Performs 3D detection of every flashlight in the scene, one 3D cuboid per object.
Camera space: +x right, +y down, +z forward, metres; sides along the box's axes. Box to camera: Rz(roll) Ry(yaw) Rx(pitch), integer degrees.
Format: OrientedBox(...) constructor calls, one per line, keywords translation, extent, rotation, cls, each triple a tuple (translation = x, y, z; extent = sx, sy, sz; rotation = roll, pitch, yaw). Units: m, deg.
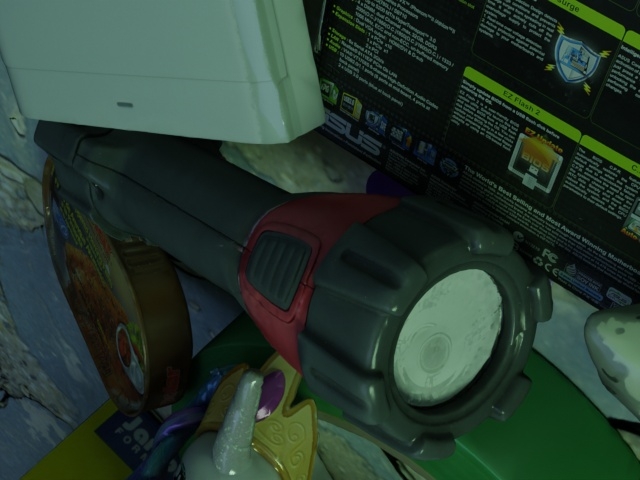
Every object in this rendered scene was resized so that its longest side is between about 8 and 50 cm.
OrientedBox(translation=(-0.027, -0.004, 0.581), extent=(0.304, 0.103, 0.103), rotation=(29, 142, 51), cls="flashlight")

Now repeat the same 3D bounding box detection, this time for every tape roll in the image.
OrientedBox(translation=(0.053, 0.168, 0.720), extent=(0.321, 0.077, 0.321), rotation=(28, 141, 26), cls="tape roll")

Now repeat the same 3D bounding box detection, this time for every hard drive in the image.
OrientedBox(translation=(-0.108, -0.198, 0.527), extent=(0.203, 0.040, 0.308), rotation=(10, 122, 41), cls="hard drive")

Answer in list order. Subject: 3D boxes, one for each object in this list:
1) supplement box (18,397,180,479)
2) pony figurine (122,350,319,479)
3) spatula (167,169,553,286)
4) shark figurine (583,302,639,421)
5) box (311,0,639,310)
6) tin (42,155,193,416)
OrientedBox(translation=(-0.207, 0.309, 1.029), extent=(0.194, 0.195, 0.356), rotation=(44, 145, 5), cls="supplement box")
OrientedBox(translation=(-0.083, 0.263, 0.649), extent=(0.302, 0.363, 0.351), rotation=(23, 154, 20), cls="pony figurine")
OrientedBox(translation=(0.000, 0.000, 0.650), extent=(0.296, 0.030, 0.084), rotation=(0, 106, 50), cls="spatula")
OrientedBox(translation=(0.178, 0.147, 0.531), extent=(0.116, 0.166, 0.278), rotation=(-121, 29, -70), cls="shark figurine")
OrientedBox(translation=(0.087, -0.077, 0.471), extent=(0.190, 0.045, 0.184), rotation=(33, 137, 20), cls="box")
OrientedBox(translation=(-0.128, 0.021, 0.740), extent=(0.190, 0.040, 0.106), rotation=(58, 150, 35), cls="tin")
